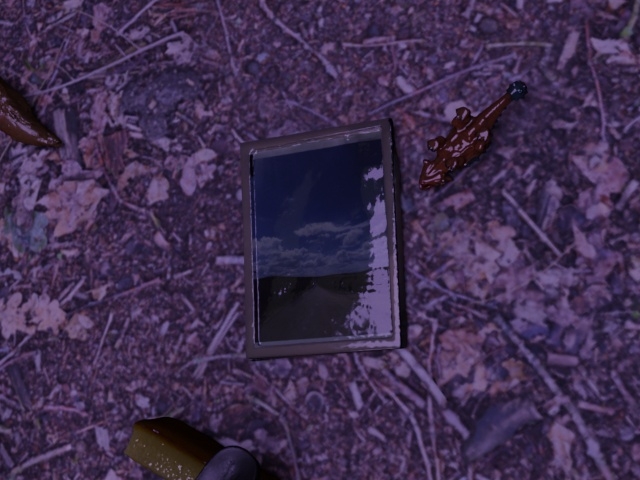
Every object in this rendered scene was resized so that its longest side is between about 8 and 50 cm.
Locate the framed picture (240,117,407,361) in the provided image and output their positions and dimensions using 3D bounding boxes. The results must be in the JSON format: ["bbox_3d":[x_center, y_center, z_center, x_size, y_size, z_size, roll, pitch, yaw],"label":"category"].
[{"bbox_3d":[0.000,0.000,0.887,0.189,0.023,0.259,-6,78,21],"label":"framed picture"}]

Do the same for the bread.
[{"bbox_3d":[-0.094,0.255,0.833,0.226,0.088,0.049,23,86,23],"label":"bread"}]

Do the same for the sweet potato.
[{"bbox_3d":[-0.420,-0.177,1.046,0.206,0.060,0.068,37,131,12],"label":"sweet potato"}]

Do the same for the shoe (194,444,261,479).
[{"bbox_3d":[-0.121,0.272,0.746,0.071,0.049,0.179,23,67,22],"label":"shoe"}]

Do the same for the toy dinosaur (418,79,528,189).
[{"bbox_3d":[0.157,-0.108,0.832,0.154,0.055,0.049,-45,66,15],"label":"toy dinosaur"}]
